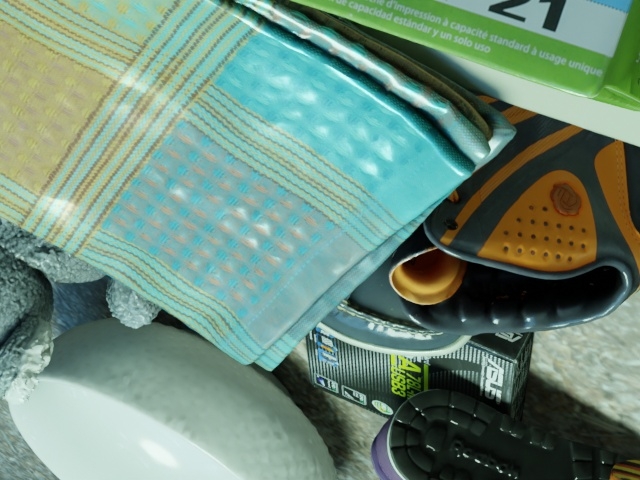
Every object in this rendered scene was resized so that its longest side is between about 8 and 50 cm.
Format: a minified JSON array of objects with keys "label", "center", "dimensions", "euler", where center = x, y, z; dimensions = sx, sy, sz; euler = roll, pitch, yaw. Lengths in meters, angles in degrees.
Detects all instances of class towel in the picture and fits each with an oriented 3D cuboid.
[{"label":"towel","center":[-0.125,-0.075,0.767],"dimensions":[0.370,0.040,0.271],"euler":[30,143,-11]}]

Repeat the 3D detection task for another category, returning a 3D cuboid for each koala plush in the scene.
[{"label":"koala plush","center":[-0.260,0.028,1.279],"dimensions":[0.196,0.221,0.203],"euler":[22,150,20]}]

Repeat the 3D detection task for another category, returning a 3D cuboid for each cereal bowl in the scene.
[{"label":"cereal bowl","center":[-0.122,0.187,1.474],"dimensions":[0.339,0.141,0.339],"euler":[24,151,14]}]

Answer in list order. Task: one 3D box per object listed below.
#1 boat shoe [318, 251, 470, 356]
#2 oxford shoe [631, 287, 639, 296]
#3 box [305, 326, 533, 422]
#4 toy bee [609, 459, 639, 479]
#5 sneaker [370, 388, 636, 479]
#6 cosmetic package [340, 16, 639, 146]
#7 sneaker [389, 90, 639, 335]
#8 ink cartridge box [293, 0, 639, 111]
[{"label":"boat shoe","center":[0.000,0.000,1.117],"dimensions":[0.254,0.095,0.079],"euler":[33,164,19]},{"label":"oxford shoe","center":[0.040,-0.031,0.982],"dimensions":[0.348,0.130,0.123],"euler":[29,151,7]},{"label":"box","center":[0.076,0.094,1.231],"dimensions":[0.184,0.045,0.191],"euler":[25,151,17]},{"label":"toy bee","center":[0.307,0.198,1.048],"dimensions":[0.298,0.195,0.162],"euler":[30,178,-17]},{"label":"sneaker","center":[0.174,0.210,1.212],"dimensions":[0.283,0.107,0.124],"euler":[30,158,0]},{"label":"cosmetic package","center":[0.055,-0.172,0.721],"dimensions":[0.309,0.160,0.113],"euler":[19,150,21]},{"label":"sneaker","center":[0.054,-0.067,0.861],"dimensions":[0.321,0.180,0.124],"euler":[28,151,8]},{"label":"ink cartridge box","center":[0.068,-0.198,0.567],"dimensions":[0.188,0.255,0.097],"euler":[21,-171,21]}]
